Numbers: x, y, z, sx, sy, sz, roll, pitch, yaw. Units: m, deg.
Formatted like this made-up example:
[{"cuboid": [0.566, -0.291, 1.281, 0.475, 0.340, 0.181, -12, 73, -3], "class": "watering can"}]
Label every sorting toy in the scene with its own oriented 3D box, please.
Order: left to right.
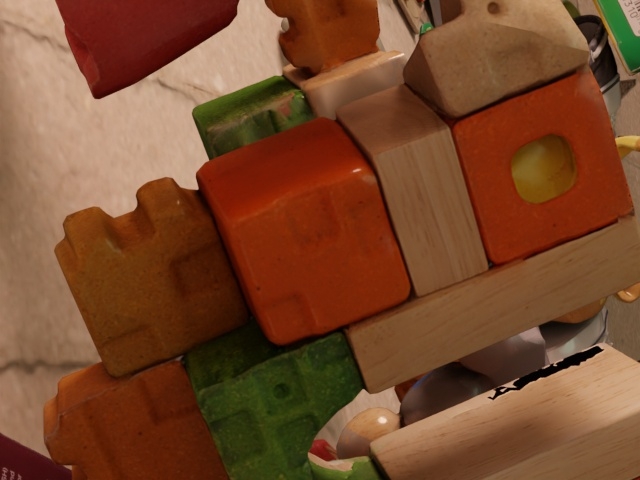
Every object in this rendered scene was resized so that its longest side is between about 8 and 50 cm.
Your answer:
[{"cuboid": [0.087, -0.217, 1.267, 0.083, 0.012, 0.062, 55, 32, -41], "class": "sorting toy"}]

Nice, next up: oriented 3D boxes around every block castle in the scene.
[{"cuboid": [-0.015, 0.024, 0.606, 0.303, 0.213, 0.453, -129, -162, -64], "class": "block castle"}]

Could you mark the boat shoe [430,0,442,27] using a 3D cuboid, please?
[{"cuboid": [0.136, -0.310, 1.302, 0.105, 0.113, 0.306, -76, 149, -57], "class": "boat shoe"}]

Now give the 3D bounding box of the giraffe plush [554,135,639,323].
[{"cuboid": [0.218, 0.001, 1.283, 0.210, 0.181, 0.170, -36, 126, -46], "class": "giraffe plush"}]

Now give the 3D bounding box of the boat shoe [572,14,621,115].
[{"cuboid": [0.181, -0.129, 1.241, 0.301, 0.108, 0.102, -32, 122, -44], "class": "boat shoe"}]

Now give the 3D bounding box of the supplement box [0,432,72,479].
[{"cuboid": [-0.172, 0.108, 0.448, 0.239, 0.073, 0.130, 46, 38, -53], "class": "supplement box"}]

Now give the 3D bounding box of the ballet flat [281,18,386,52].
[{"cuboid": [0.031, -0.108, 1.044, 0.068, 0.072, 0.213, -58, 138, -20], "class": "ballet flat"}]

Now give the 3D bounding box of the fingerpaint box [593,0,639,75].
[{"cuboid": [0.299, -0.407, 1.393, 0.445, 0.163, 0.371, 64, 20, -1], "class": "fingerpaint box"}]

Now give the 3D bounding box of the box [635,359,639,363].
[{"cuboid": [0.401, 0.214, 1.593, 0.093, 0.156, 0.158, 27, 54, -62], "class": "box"}]

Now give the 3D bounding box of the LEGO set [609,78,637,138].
[{"cuboid": [0.323, -0.073, 1.617, 0.182, 0.060, 0.244, -45, 127, -48], "class": "LEGO set"}]

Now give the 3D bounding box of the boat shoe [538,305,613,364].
[{"cuboid": [0.251, 0.110, 1.382, 0.258, 0.095, 0.084, -24, 97, -65], "class": "boat shoe"}]

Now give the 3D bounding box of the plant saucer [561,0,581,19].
[{"cuboid": [0.315, -0.177, 1.736, 0.241, 0.037, 0.241, -11, 90, -67], "class": "plant saucer"}]
